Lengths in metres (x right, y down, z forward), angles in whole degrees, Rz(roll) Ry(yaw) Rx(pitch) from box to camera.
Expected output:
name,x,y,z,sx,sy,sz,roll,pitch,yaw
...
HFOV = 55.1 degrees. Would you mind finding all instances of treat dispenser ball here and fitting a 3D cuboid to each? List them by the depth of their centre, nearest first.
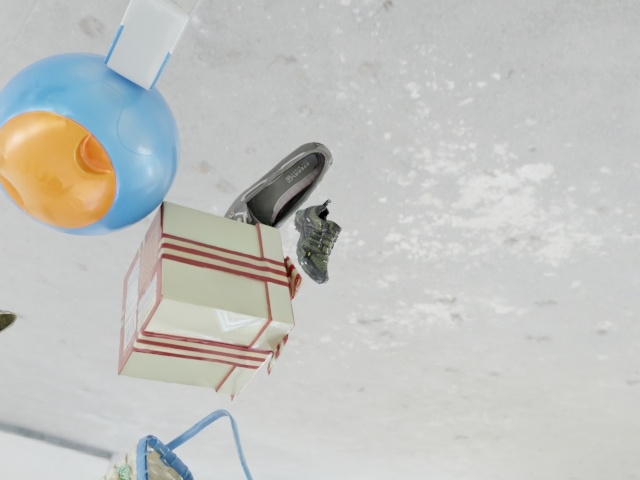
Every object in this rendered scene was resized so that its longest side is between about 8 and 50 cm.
name,x,y,z,sx,sy,sz,roll,pitch,yaw
treat dispenser ball,-0.371,-0.151,0.981,0.288,0.288,0.288,6,148,4

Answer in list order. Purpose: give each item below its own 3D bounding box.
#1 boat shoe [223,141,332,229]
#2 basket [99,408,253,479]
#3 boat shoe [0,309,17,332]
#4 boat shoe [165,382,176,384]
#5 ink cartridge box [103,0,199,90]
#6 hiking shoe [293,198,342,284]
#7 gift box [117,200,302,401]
name,x,y,z,sx,sy,sz,roll,pitch,yaw
boat shoe,-0.107,-0.086,1.328,0.335,0.095,0.112,-45,100,4
basket,-0.253,0.467,1.093,0.289,0.255,0.201,-29,129,-6
boat shoe,-0.529,0.137,0.965,0.043,0.049,0.137,-15,-177,1
boat shoe,-0.262,0.218,1.339,0.335,0.121,0.119,-35,163,23
ink cartridge box,-0.235,-0.336,0.913,0.082,0.190,0.139,27,129,-20
hiking shoe,0.000,0.000,1.574,0.114,0.227,0.086,-27,150,27
gift box,-0.192,0.127,1.065,0.258,0.276,0.255,15,135,-28
